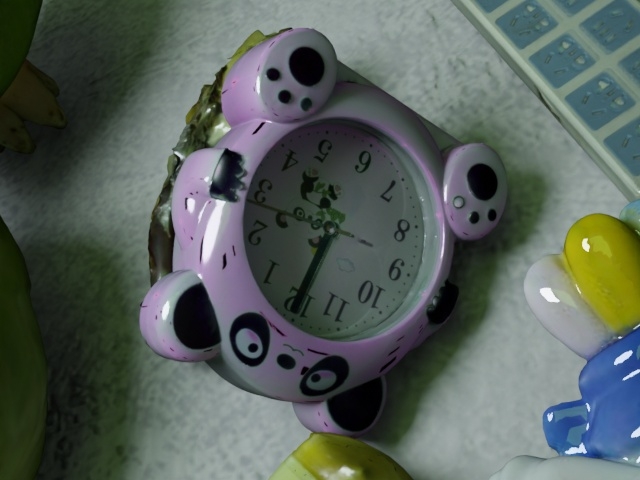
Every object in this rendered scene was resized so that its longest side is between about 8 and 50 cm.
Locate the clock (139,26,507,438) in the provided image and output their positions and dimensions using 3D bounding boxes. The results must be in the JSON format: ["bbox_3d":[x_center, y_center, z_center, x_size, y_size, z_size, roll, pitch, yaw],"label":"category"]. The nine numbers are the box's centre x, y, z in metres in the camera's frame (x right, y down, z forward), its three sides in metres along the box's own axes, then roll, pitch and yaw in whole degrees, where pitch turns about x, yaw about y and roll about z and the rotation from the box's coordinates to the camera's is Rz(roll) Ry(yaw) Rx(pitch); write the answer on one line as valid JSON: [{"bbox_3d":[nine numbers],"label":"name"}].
[{"bbox_3d":[0.000,0.000,0.773,0.090,0.227,0.248,-6,57,64],"label":"clock"}]

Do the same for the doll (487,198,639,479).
[{"bbox_3d":[0.186,0.175,0.573,0.376,0.187,0.365,33,82,-2],"label":"doll"}]

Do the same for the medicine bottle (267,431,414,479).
[{"bbox_3d":[-0.027,0.237,0.700,0.239,0.124,0.124,-47,53,-7],"label":"medicine bottle"}]

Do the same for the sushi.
[{"bbox_3d":[-0.064,-0.035,0.886,0.131,0.139,0.291,9,66,8],"label":"sushi"}]

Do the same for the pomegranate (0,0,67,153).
[{"bbox_3d":[-0.339,-0.205,0.954,0.216,0.358,0.309,-4,59,30],"label":"pomegranate"}]

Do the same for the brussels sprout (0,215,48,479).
[{"bbox_3d":[-0.397,0.076,0.798,0.342,0.425,0.361,-3,39,37],"label":"brussels sprout"}]

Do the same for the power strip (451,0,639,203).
[{"bbox_3d":[0.202,-0.167,0.870,0.106,0.043,0.367,-34,53,3],"label":"power strip"}]
